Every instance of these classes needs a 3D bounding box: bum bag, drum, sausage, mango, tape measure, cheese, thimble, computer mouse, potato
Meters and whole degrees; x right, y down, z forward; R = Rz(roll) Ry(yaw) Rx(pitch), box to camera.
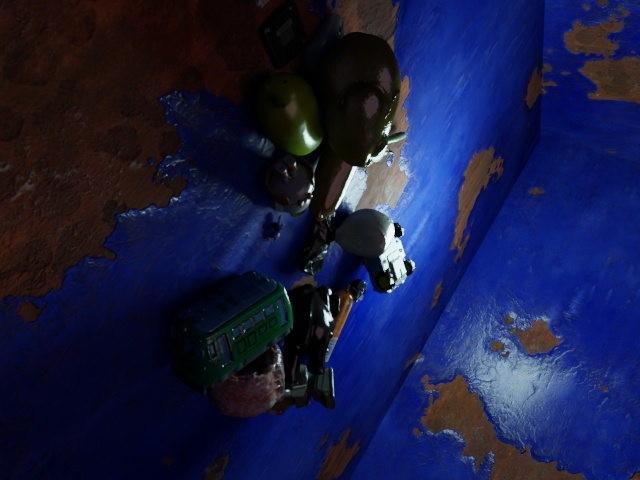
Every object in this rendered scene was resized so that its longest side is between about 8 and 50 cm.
[{"bbox_3d":[0.000,0.000,1.613,0.123,0.060,0.248,16,97,-57],"label":"bum bag"},{"bbox_3d":[0.231,-0.373,1.708,0.253,0.049,0.130,-42,141,-32],"label":"drum"},{"bbox_3d":[0.074,-0.296,1.455,0.136,0.123,0.500,-85,-165,-82],"label":"sausage"},{"bbox_3d":[-0.071,-0.317,1.234,0.175,0.143,0.293,-70,159,-7],"label":"mango"},{"bbox_3d":[0.155,0.208,1.983,0.091,0.054,0.094,-8,120,-60],"label":"tape measure"},{"bbox_3d":[0.172,-0.034,1.728,0.189,0.198,0.154,-34,135,-53],"label":"cheese"},{"bbox_3d":[-0.222,0.391,1.397,0.239,0.239,0.162,-31,135,-42],"label":"thimble"},{"bbox_3d":[0.050,0.315,1.869,0.093,0.093,0.312,21,93,-58],"label":"sausage"},{"bbox_3d":[0.022,-0.537,1.294,0.181,0.056,0.089,-61,152,-8],"label":"computer mouse"},{"bbox_3d":[0.102,-0.371,1.280,0.218,0.202,0.350,-13,107,-19],"label":"potato"}]

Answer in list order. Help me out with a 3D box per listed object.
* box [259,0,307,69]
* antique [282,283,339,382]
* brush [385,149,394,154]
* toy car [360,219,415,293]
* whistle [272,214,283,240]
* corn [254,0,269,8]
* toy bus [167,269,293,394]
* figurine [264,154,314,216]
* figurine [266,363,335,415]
[{"bbox_3d":[-0.087,-0.507,1.180,0.126,0.027,0.125,-53,146,-18],"label":"box"},{"bbox_3d":[-0.036,0.298,1.609,0.322,0.185,0.255,-73,168,-75],"label":"antique"},{"bbox_3d":[0.259,-0.335,1.811,0.083,0.008,0.024,-9,114,-53],"label":"brush"},{"bbox_3d":[0.248,0.059,1.929,0.198,0.166,0.314,-30,105,-46],"label":"toy car"},{"bbox_3d":[-0.129,-0.037,1.434,0.033,0.029,0.083,-84,-171,-66],"label":"whistle"},{"bbox_3d":[-0.101,-0.605,1.054,0.211,0.087,0.087,-51,146,-11],"label":"corn"},{"bbox_3d":[-0.242,0.228,1.300,0.344,0.184,0.199,-32,132,-42],"label":"toy bus"},{"bbox_3d":[-0.074,-0.139,1.338,0.143,0.143,0.271,-51,146,-21],"label":"figurine"},{"bbox_3d":[-0.096,0.511,1.638,0.342,0.285,0.167,94,-4,-58],"label":"figurine"}]
